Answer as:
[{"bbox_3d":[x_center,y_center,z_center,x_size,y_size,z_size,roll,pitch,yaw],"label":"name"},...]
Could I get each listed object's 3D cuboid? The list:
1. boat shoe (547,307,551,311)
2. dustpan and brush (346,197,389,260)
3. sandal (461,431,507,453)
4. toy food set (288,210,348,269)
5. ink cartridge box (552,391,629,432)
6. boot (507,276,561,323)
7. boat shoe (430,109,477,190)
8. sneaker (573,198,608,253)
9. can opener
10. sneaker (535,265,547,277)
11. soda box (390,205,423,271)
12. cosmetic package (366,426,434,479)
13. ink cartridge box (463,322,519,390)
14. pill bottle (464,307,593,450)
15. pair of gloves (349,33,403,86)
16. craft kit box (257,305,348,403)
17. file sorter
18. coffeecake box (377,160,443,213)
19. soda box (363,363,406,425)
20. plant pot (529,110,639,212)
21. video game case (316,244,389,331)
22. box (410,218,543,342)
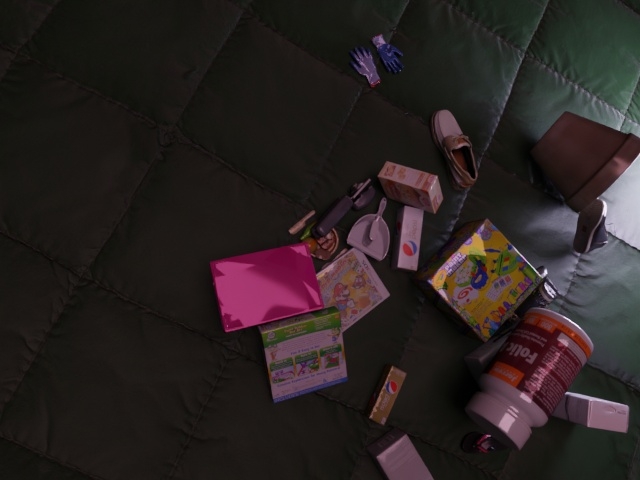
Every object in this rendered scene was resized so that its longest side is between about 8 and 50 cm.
[{"bbox_3d":[0.847,0.343,1.827,0.073,0.073,0.207,-35,88,21],"label":"boat shoe"},{"bbox_3d":[0.183,-0.055,1.714,0.147,0.060,0.211,29,54,-14],"label":"dustpan and brush"},{"bbox_3d":[0.561,0.682,1.710,0.179,0.040,0.067,3,81,-14],"label":"sandal"},{"bbox_3d":[0.000,0.000,1.672,0.132,0.038,0.192,-43,93,-16],"label":"toy food set"},{"bbox_3d":[0.895,0.573,1.720,0.158,0.218,0.092,12,79,-12],"label":"ink cartridge box"},{"bbox_3d":[0.748,0.213,1.802,0.178,0.236,0.085,-40,72,25],"label":"boot"},{"bbox_3d":[0.489,-0.335,1.815,0.113,0.103,0.302,-19,87,-17],"label":"boat shoe"},{"bbox_3d":[1.027,-0.061,1.892,0.118,0.083,0.222,-11,126,-24],"label":"sneaker"},{"bbox_3d":[0.088,-0.099,1.677,0.095,0.076,0.283,47,65,-13],"label":"can opener"},{"bbox_3d":[0.745,0.124,1.835,0.166,0.065,0.076,-28,85,-18],"label":"sneaker"},{"bbox_3d":[0.295,-0.003,1.733,0.073,0.069,0.216,11,79,-12],"label":"soda box"},{"bbox_3d":[0.265,0.732,1.597,0.127,0.107,0.238,-29,92,-17],"label":"cosmetic package"},{"bbox_3d":[0.664,0.420,1.738,0.272,0.114,0.197,-27,89,-15],"label":"ink cartridge box"},{"bbox_3d":[0.631,0.420,1.556,0.224,0.224,0.392,43,75,-5],"label":"pill bottle"},{"bbox_3d":[0.205,-0.653,1.835,0.198,0.023,0.159,-33,92,-16],"label":"pair of gloves"},{"bbox_3d":[-0.050,0.347,1.550,0.249,0.061,0.247,-12,112,-16],"label":"craft kit box"},{"bbox_3d":[-0.170,0.149,1.527,0.290,0.182,0.202,-12,79,-17],"label":"file sorter"},{"bbox_3d":[0.299,-0.175,1.679,0.185,0.142,0.068,22,73,30],"label":"coffeecake box"},{"bbox_3d":[0.208,0.495,1.637,0.058,0.061,0.181,30,76,-8],"label":"soda box"},{"bbox_3d":[0.938,-0.309,1.849,0.280,0.323,0.323,41,73,13],"label":"plant pot"},{"bbox_3d":[0.089,0.160,1.669,0.227,0.026,0.206,-35,96,-16],"label":"video game case"},{"bbox_3d":[0.514,0.129,1.694,0.290,0.177,0.279,-44,94,-8],"label":"box"}]
